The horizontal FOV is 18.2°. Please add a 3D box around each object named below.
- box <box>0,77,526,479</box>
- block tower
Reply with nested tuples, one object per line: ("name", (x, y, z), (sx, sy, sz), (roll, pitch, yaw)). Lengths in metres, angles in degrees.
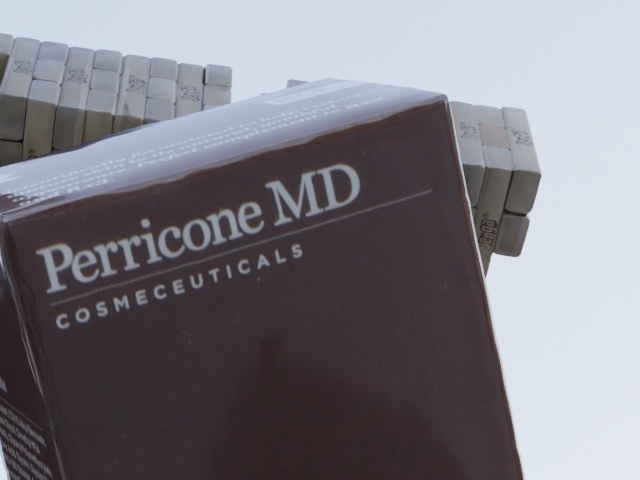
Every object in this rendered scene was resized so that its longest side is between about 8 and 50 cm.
("box", (-0.015, 0.138, 0.838), (0.191, 0.143, 0.381), (-17, -79, -19))
("block tower", (-0.043, -0.045, 1.206), (0.335, 0.097, 0.091), (8, -62, -6))
